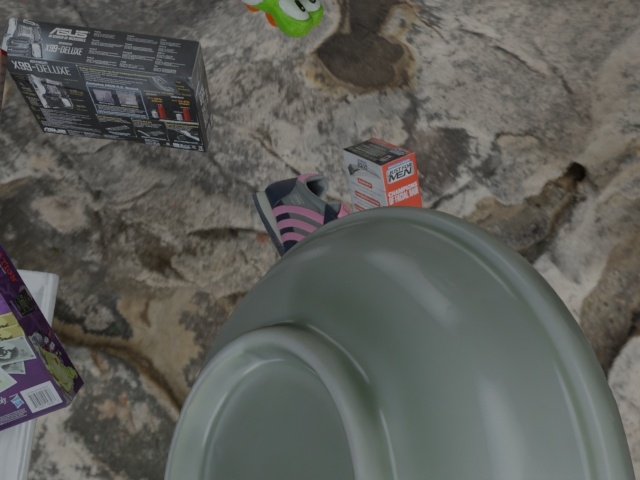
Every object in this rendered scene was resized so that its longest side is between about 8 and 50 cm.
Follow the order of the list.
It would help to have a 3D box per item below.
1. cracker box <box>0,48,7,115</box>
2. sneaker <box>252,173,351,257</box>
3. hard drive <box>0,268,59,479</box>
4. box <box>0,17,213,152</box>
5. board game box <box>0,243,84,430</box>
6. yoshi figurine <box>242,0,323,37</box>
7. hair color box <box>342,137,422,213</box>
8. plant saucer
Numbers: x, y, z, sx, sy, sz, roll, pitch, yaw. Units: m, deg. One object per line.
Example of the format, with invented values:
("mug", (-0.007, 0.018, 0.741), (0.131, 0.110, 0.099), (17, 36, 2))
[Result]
("cracker box", (-0.253, 0.004, 0.391), (0.156, 0.067, 0.232), (7, 99, -20))
("sneaker", (0.000, 0.000, 1.176), (0.131, 0.319, 0.112), (-27, 136, -3))
("hard drive", (-0.532, 0.212, 1.150), (0.233, 0.047, 0.353), (7, 79, -6))
("box", (-0.346, -0.253, 1.317), (0.307, 0.242, 0.076), (7, 68, 1))
("board game box", (-0.435, 0.123, 0.778), (0.347, 0.056, 0.208), (-21, 110, 13))
("yoshi figurine", (-0.097, -0.474, 1.136), (0.203, 0.203, 0.362), (-42, 105, -3))
("hair color box", (0.084, -0.035, 0.981), (0.053, 0.093, 0.167), (-24, 119, -21))
("plant saucer", (-0.007, 0.166, 0.495), (0.100, 0.400, 0.400), (13, 111, -38))
